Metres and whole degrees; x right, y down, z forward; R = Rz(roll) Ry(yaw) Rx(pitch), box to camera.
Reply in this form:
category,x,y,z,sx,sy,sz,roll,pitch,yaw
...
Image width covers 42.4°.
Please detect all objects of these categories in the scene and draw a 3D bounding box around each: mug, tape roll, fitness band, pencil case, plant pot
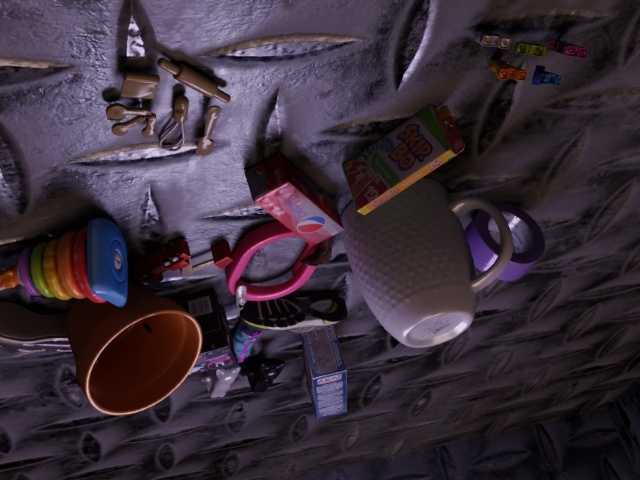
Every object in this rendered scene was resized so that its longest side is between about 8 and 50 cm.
category,x,y,z,sx,sy,sz,roll,pitch,yaw
mug,0.256,0.043,1.884,0.374,0.327,0.276,-28,148,18
tape roll,0.456,0.002,2.055,0.189,0.188,0.080,-3,146,-23
fitness band,-0.114,0.054,1.988,0.209,0.054,0.290,0,144,-26
pencil case,-0.208,0.271,2.276,0.065,0.070,0.151,-3,147,-23
plant pot,-0.447,0.222,1.882,0.291,0.203,0.290,-28,139,-28

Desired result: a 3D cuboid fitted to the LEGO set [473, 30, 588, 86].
category,x,y,z,sx,sy,sz,roll,pitch,yaw
LEGO set,0.378,-0.345,1.570,0.227,0.093,0.086,2,113,-21

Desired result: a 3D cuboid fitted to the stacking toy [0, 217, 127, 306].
category,x,y,z,sx,sy,sz,roll,pitch,yaw
stacking toy,-0.560,0.062,1.708,0.302,0.165,0.175,-8,162,8

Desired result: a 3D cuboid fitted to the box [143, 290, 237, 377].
category,x,y,z,sx,sy,sz,roll,pitch,yaw
box,-0.354,0.251,2.080,0.248,0.163,0.142,-15,153,-3

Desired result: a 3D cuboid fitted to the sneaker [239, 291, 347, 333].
category,x,y,z,sx,sy,sz,roll,pitch,yaw
sneaker,-0.080,0.208,2.207,0.300,0.111,0.121,4,148,-28

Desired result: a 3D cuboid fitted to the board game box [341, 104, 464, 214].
category,x,y,z,sx,sy,sz,roll,pitch,yaw
board game box,0.166,-0.170,1.694,0.260,0.124,0.039,-32,146,23

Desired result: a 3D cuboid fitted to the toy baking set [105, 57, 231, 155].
category,x,y,z,sx,sy,sz,roll,pitch,yaw
toy baking set,-0.263,-0.234,1.475,0.197,0.030,0.256,-34,145,32

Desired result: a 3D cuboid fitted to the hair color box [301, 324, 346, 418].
category,x,y,z,sx,sy,sz,roll,pitch,yaw
hair color box,0.011,0.392,2.480,0.105,0.173,0.347,-12,149,-6

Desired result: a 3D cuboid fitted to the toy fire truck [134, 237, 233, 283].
category,x,y,z,sx,sy,sz,roll,pitch,yaw
toy fire truck,-0.313,0.050,1.886,0.192,0.047,0.135,-28,149,19

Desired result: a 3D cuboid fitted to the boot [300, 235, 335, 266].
category,x,y,z,sx,sy,sz,roll,pitch,yaw
boot,0.000,0.000,1.910,0.106,0.037,0.114,-10,120,-56

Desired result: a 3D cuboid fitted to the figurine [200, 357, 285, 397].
category,x,y,z,sx,sy,sz,roll,pitch,yaw
figurine,-0.225,0.387,2.392,0.215,0.092,0.209,-3,161,-21

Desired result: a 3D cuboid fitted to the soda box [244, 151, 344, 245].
category,x,y,z,sx,sy,sz,roll,pitch,yaw
soda box,-0.050,-0.083,1.767,0.092,0.083,0.263,-27,149,17

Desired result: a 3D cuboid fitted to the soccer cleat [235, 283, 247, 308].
category,x,y,z,sx,sy,sz,roll,pitch,yaw
soccer cleat,-0.193,0.136,2.005,0.029,0.035,0.083,-4,147,-14

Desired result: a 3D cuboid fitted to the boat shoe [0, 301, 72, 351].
category,x,y,z,sx,sy,sz,roll,pitch,yaw
boat shoe,-0.671,0.217,1.917,0.335,0.112,0.095,12,134,-45
